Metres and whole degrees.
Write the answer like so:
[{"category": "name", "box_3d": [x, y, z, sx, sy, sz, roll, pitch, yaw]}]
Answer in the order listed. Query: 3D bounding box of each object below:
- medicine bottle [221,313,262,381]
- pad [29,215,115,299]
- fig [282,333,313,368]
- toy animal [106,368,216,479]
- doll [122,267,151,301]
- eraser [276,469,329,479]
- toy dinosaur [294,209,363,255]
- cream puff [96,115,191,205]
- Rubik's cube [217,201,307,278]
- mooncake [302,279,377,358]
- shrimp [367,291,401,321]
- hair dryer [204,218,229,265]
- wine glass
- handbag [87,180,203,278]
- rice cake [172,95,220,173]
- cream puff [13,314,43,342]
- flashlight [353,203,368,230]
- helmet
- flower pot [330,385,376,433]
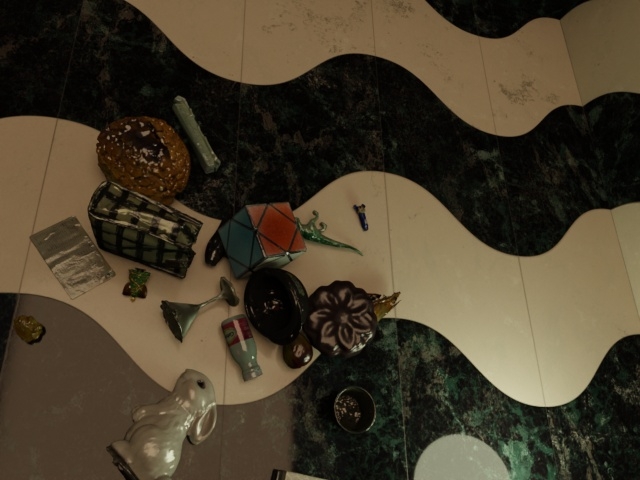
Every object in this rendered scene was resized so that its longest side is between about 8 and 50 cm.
[{"category": "medicine bottle", "box_3d": [-0.265, 0.367, 1.689, 0.090, 0.090, 0.217, -16, 75, -25]}, {"category": "pad", "box_3d": [-0.831, 0.052, 1.658, 0.159, 0.009, 0.265, -34, 83, -28]}, {"category": "fig", "box_3d": [-0.090, 0.373, 1.747, 0.109, 0.103, 0.155, -14, 72, -46]}, {"category": "toy animal", "box_3d": [-0.448, 0.571, 1.495, 0.257, 0.194, 0.357, 41, 52, 11]}, {"category": "doll", "box_3d": [-0.616, 0.145, 1.660, 0.078, 0.076, 0.113, 15, 65, -24]}, {"category": "eraser", "box_3d": [0.052, 0.842, 1.607, 0.403, 0.096, 0.098, 18, 63, -12]}, {"category": "toy dinosaur", "box_3d": [0.010, -0.045, 1.976, 0.382, 0.076, 0.130, 12, 71, -11]}, {"category": "cream puff", "box_3d": [-0.625, -0.282, 1.749, 0.326, 0.231, 0.343, 12, 65, -19]}, {"category": "Rubik's cube", "box_3d": [-0.208, -0.001, 1.768, 0.207, 0.205, 0.205, -12, 73, -45]}, {"category": "mooncake", "box_3d": [0.068, 0.283, 1.787, 0.282, 0.141, 0.283, 1, 70, -4]}, {"category": "shrimp", "box_3d": [0.189, 0.252, 1.929, 0.287, 0.063, 0.152, -30, 70, -26]}, {"category": "hair dryer", "box_3d": [-0.312, 0.039, 1.838, 0.219, 0.075, 0.196, 29, 52, -19]}, {"category": "wine glass", "box_3d": [-0.404, 0.222, 1.673, 0.232, 0.156, 0.156, -25, 79, -31]}, {"category": "handbag", "box_3d": [-0.565, -0.023, 1.607, 0.326, 0.325, 0.163, 25, 64, -9]}, {"category": "rice cake", "box_3d": [-0.498, -0.420, 1.946, 0.062, 0.066, 0.337, -23, 79, -36]}, {"category": "cream puff", "box_3d": [-0.899, 0.267, 1.519, 0.083, 0.083, 0.058, 10, 20, -5]}, {"category": "flashlight", "box_3d": [0.178, -0.100, 2.079, 0.057, 0.035, 0.121, -6, 70, -23]}, {"category": "helmet", "box_3d": [-0.130, 0.220, 1.723, 0.279, 0.231, 0.160, 50, 25, 20]}, {"category": "flower pot", "box_3d": [0.104, 0.595, 1.723, 0.157, 0.107, 0.158, 8, 63, -16]}]
